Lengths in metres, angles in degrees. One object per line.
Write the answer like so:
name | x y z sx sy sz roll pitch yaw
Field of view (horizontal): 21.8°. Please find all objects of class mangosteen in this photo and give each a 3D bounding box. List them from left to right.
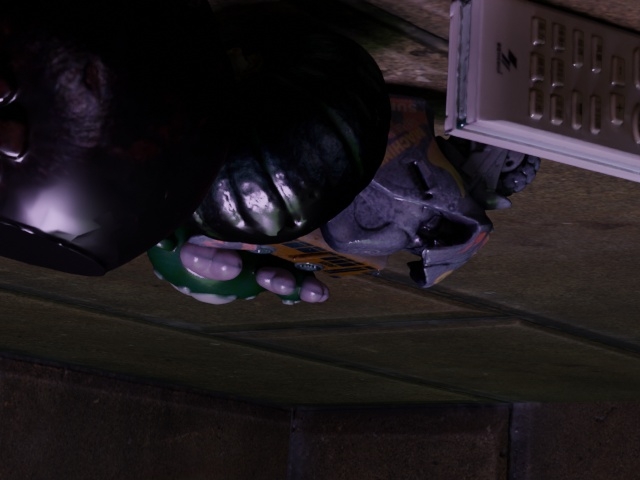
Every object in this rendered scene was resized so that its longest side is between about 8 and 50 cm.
mangosteen | -0.185 -0.100 1.116 0.287 0.233 0.287 10 170 2

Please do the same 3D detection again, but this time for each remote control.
remote control | 0.219 -0.107 1.263 0.277 0.103 0.055 11 165 -31

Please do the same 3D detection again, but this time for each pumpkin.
pumpkin | -0.042 -0.086 1.276 0.202 0.202 0.140 -3 131 32

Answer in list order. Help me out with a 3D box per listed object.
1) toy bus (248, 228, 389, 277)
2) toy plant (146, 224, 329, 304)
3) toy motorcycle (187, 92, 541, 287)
toy bus | -0.002 -0.021 1.797 0.103 0.091 0.182 -7 162 38
toy plant | -0.119 0.014 1.898 0.243 0.112 0.232 17 -177 -33
toy motorcycle | 0.042 -0.050 1.434 0.307 0.173 0.108 4 170 -9
